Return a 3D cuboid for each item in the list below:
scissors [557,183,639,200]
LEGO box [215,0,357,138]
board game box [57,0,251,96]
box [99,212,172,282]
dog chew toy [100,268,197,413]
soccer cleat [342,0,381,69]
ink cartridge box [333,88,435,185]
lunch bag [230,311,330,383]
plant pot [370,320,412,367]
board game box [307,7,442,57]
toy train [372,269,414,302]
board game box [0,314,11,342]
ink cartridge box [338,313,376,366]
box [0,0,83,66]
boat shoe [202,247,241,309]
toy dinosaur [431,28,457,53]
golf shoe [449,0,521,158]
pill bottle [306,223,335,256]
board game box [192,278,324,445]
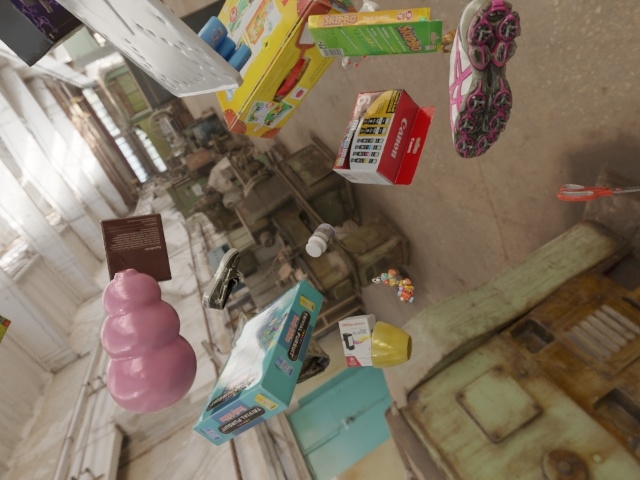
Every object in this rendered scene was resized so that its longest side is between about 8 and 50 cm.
[{"bbox_3d":[0.862,-0.140,1.296,0.109,0.296,0.021,-52,-40,-56],"label":"scissors"},{"bbox_3d":[-0.153,-0.637,1.389,0.500,0.193,0.373,-41,62,40],"label":"LEGO box"},{"bbox_3d":[-0.311,-0.359,0.620,0.389,0.050,0.390,37,174,-32],"label":"board game box"},{"bbox_3d":[-0.555,0.037,1.322,0.168,0.166,0.204,-17,83,65],"label":"box"},{"bbox_3d":[-0.419,0.231,1.045,0.206,0.206,0.333,-159,57,-75],"label":"dog chew toy"},{"bbox_3d":[0.115,-0.605,1.301,0.076,0.068,0.196,52,130,28],"label":"soccer cleat"},{"bbox_3d":[0.224,-0.363,1.554,0.271,0.310,0.130,11,171,44],"label":"ink cartridge box"},{"bbox_3d":[-0.132,0.371,1.520,0.235,0.286,0.169,44,119,49],"label":"lunch bag"},{"bbox_3d":[0.208,0.302,1.255,0.095,0.134,0.134,1,135,25],"label":"plant pot"},{"bbox_3d":[0.114,-0.419,0.895,0.124,0.259,0.039,15,-99,-76],"label":"board game box"},{"bbox_3d":[0.276,0.154,1.572,0.166,0.125,0.046,30,114,28],"label":"toy train"},{"bbox_3d":[-0.478,0.176,0.546,0.043,0.181,0.092,45,172,-28],"label":"board game box"},{"bbox_3d":[0.151,0.375,1.650,0.072,0.127,0.175,-5,-98,-57],"label":"ink cartridge box"},{"bbox_3d":[-0.659,-0.546,1.011,0.184,0.103,0.261,50,-154,-34],"label":"box"},{"bbox_3d":[-0.276,0.117,1.320,0.078,0.070,0.220,90,-165,-49],"label":"boat shoe"},{"bbox_3d":[0.462,-0.727,1.595,0.112,0.211,0.064,69,175,-52],"label":"toy dinosaur"},{"bbox_3d":[0.194,-0.196,0.542,0.086,0.067,0.186,-99,6,-57],"label":"golf shoe"},{"bbox_3d":[0.000,0.000,1.732,0.078,0.137,0.078,15,130,18],"label":"pill bottle"},{"bbox_3d":[-0.134,0.276,1.033,0.079,0.253,0.336,42,-147,-14],"label":"board game box"}]
